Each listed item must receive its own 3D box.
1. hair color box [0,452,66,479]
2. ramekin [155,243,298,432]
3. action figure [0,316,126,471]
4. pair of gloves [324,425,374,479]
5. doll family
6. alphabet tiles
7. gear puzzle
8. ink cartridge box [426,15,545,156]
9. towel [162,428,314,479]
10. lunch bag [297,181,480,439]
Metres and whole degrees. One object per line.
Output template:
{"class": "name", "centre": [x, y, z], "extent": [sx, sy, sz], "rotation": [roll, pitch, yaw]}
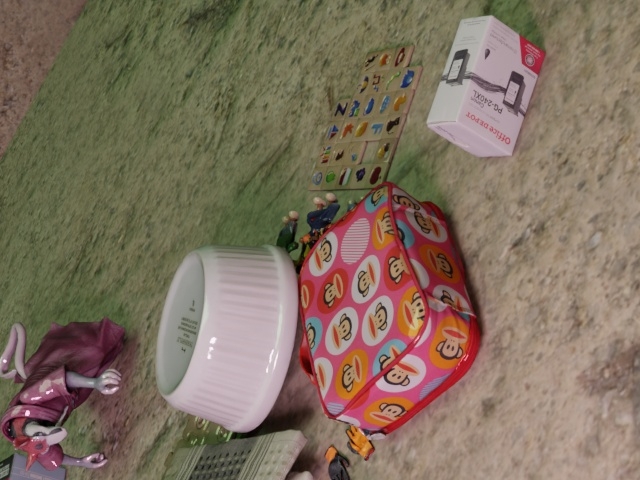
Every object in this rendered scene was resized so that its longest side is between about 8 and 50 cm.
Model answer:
{"class": "hair color box", "centre": [-0.579, 0.594, 2.175], "extent": [0.185, 0.114, 0.374], "rotation": [-31, 45, 43]}
{"class": "ramekin", "centre": [-0.140, 0.127, 1.702], "extent": [0.273, 0.127, 0.272], "rotation": [-166, 90, -68]}
{"class": "action figure", "centre": [-0.473, 0.255, 2.090], "extent": [0.370, 0.276, 0.248], "rotation": [-68, -2, -66]}
{"class": "pair of gloves", "centre": [0.035, 0.277, 1.571], "extent": [0.083, 0.010, 0.074], "rotation": [-56, 32, 16]}
{"class": "doll family", "centre": [0.000, 0.000, 1.759], "extent": [0.193, 0.076, 0.111], "rotation": [-31, 32, 45]}
{"class": "alphabet tiles", "centre": [0.071, -0.187, 1.850], "extent": [0.198, 0.009, 0.237], "rotation": [2, 70, 57]}
{"class": "gear puzzle", "centre": [-0.163, 0.315, 1.821], "extent": [0.175, 0.044, 0.339], "rotation": [13, 77, 60]}
{"class": "ink cartridge box", "centre": [0.212, -0.194, 1.543], "extent": [0.063, 0.109, 0.150], "rotation": [5, 73, 54]}
{"class": "towel", "centre": [-0.158, 0.404, 1.609], "extent": [0.312, 0.056, 0.324], "rotation": [-19, 37, 49]}
{"class": "lunch bag", "centre": [0.066, 0.097, 1.547], "extent": [0.258, 0.120, 0.293], "rotation": [-45, 36, 30]}
